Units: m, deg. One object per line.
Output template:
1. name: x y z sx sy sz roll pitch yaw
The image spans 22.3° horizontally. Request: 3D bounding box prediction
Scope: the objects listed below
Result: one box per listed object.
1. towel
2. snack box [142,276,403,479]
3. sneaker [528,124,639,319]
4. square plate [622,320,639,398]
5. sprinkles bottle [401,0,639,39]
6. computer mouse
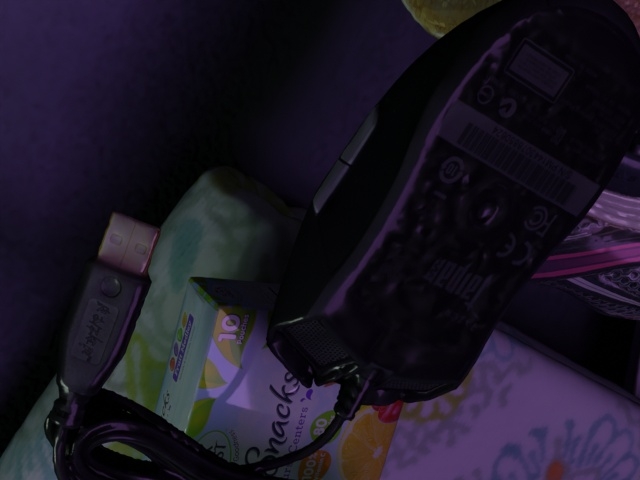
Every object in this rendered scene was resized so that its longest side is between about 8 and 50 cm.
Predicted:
1. towel: -0.004 0.167 0.822 0.374 0.090 0.320 28 99 -36
2. snack box: -0.022 0.089 0.691 0.100 0.037 0.141 6 109 -27
3. sneaker: 0.204 -0.006 0.810 0.299 0.121 0.112 15 121 -7
4. square plate: 0.309 0.099 1.045 0.347 0.049 0.344 -14 127 -28
5. sprinkles bottle: 0.199 -0.126 0.753 0.355 0.121 0.121 4 118 -37
6. computer mouse: 0.000 0.000 0.616 0.184 0.060 0.262 20 104 -34
